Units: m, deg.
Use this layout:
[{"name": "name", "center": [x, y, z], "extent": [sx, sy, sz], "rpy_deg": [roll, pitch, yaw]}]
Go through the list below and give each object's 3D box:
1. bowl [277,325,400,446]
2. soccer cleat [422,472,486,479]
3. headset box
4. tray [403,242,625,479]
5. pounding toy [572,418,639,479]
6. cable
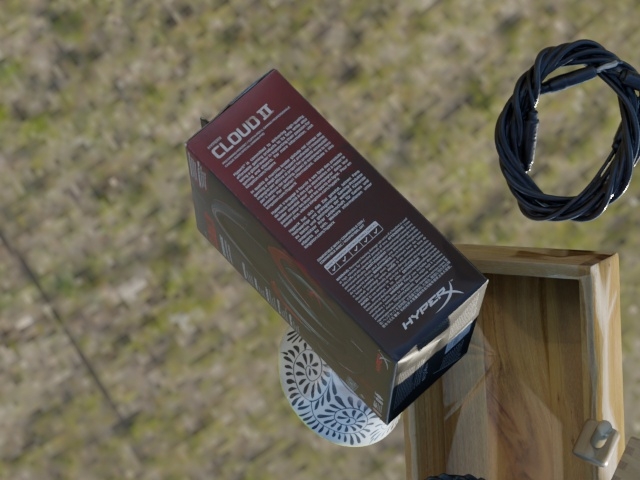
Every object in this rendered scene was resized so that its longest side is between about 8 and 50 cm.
[{"name": "bowl", "center": [0.044, 0.140, 2.160], "extent": [0.170, 0.170, 0.080], "rpy_deg": [-14, 165, -38]}, {"name": "soccer cleat", "center": [0.079, 0.287, 1.643], "extent": [0.318, 0.109, 0.116], "rpy_deg": [-15, 141, -57]}, {"name": "headset box", "center": [0.000, 0.000, 1.676], "extent": [0.110, 0.293, 0.218], "rpy_deg": [-41, 167, -14]}, {"name": "tray", "center": [0.185, 0.212, 1.824], "extent": [0.076, 0.203, 0.410], "rpy_deg": [-18, 108, -56]}, {"name": "pounding toy", "center": [0.277, 0.220, 1.591], "extent": [0.181, 0.206, 0.094], "rpy_deg": [27, 86, -35]}, {"name": "cable", "center": [0.248, -0.105, 1.906], "extent": [0.184, 0.151, 0.047], "rpy_deg": [-57, -164, 5]}]
